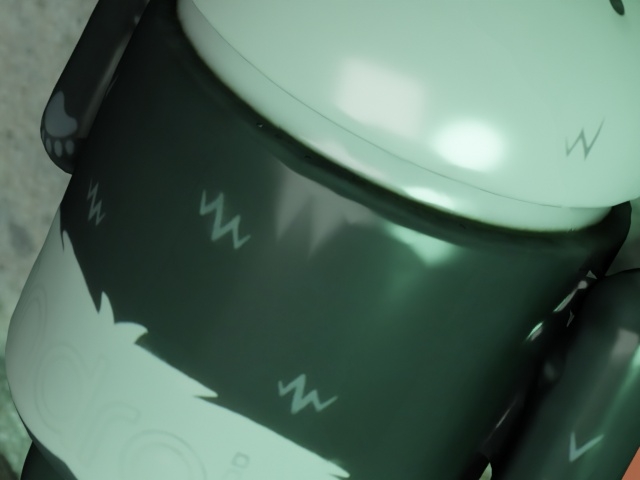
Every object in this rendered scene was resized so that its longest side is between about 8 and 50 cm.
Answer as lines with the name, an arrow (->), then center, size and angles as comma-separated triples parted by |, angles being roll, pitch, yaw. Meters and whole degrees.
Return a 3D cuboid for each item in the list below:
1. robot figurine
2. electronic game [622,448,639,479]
robot figurine -> 0.003, 0.001, 0.615 | 0.209, 0.173, 0.278 | 23, 116, -8
electronic game -> 0.175, 0.141, 0.605 | 0.229, 0.048, 0.229 | 17, 120, 32
